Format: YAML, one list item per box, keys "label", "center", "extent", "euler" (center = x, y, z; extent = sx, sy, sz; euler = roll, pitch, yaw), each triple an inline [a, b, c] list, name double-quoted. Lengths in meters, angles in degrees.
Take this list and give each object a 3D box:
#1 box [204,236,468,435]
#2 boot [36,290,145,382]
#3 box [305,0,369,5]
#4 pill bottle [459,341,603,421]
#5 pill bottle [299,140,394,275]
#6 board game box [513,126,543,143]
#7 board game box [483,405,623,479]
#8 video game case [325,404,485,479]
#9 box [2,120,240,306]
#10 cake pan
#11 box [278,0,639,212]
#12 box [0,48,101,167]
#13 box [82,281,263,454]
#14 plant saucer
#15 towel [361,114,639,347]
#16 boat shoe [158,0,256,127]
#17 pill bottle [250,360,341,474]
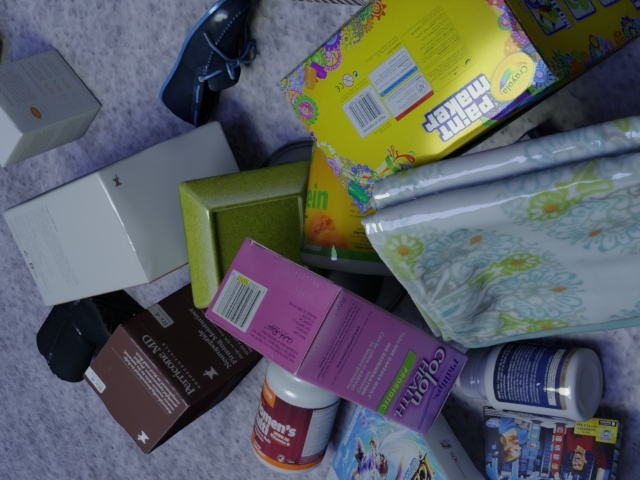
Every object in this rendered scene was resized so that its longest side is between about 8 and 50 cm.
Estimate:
- label: "box"
  center: [0.019, 0.119, 1.404]
  extent: [0.213, 0.243, 0.117]
  euler: [26, 87, 51]
- label: "boot"
  center: [-0.395, 0.181, 1.975]
  extent: [0.246, 0.094, 0.207]
  euler: [44, 128, 22]
- label: "box"
  center: [0.010, -0.350, 1.333]
  extent: [0.275, 0.094, 0.113]
  euler: [19, 141, 52]
- label: "pill bottle"
  center: [0.270, 0.179, 1.456]
  extent: [0.169, 0.094, 0.094]
  euler: [2, 112, 37]
- label: "pill bottle"
  center: [0.053, -0.083, 1.435]
  extent: [0.136, 0.136, 0.246]
  euler: [7, 92, 36]
- label: "board game box"
  center: [0.238, -0.011, 1.391]
  extent: [0.160, 0.047, 0.210]
  euler: [49, 118, 8]
- label: "board game box"
  center: [0.293, 0.324, 1.459]
  extent: [0.194, 0.060, 0.194]
  euler: [1, 72, 37]
- label: "video game case"
  center: [0.113, 0.347, 1.612]
  extent: [0.244, 0.061, 0.269]
  euler: [57, 140, 41]
- label: "box"
  center: [-0.287, -0.034, 1.671]
  extent: [0.345, 0.215, 0.168]
  euler: [-13, 103, 53]
- label: "cake pan"
  center: [0.000, 0.000, 1.610]
  extent: [0.293, 0.054, 0.293]
  euler: [17, 121, 31]
- label: "box"
  center: [0.164, -0.207, 1.228]
  extent: [0.290, 0.279, 0.177]
  euler: [-35, 88, 43]
- label: "box"
  center: [-0.464, -0.213, 1.791]
  extent: [0.130, 0.170, 0.091]
  euler: [51, 132, 8]
- label: "box"
  center: [-0.229, 0.195, 1.782]
  extent: [0.168, 0.203, 0.167]
  euler: [49, 131, 8]
- label: "plant saucer"
  center: [-0.086, 0.000, 1.519]
  extent: [0.045, 0.188, 0.188]
  euler: [-130, 32, -63]
- label: "towel"
  center: [0.263, 0.005, 1.202]
  extent: [0.374, 0.090, 0.320]
  euler: [-13, 148, 18]
- label: "boat shoe"
  center: [-0.142, -0.254, 1.584]
  extent: [0.089, 0.109, 0.258]
  euler: [45, 148, 3]
- label: "pill bottle"
  center: [-0.030, 0.239, 1.703]
  extent: [0.121, 0.121, 0.221]
  euler: [30, 127, 24]
